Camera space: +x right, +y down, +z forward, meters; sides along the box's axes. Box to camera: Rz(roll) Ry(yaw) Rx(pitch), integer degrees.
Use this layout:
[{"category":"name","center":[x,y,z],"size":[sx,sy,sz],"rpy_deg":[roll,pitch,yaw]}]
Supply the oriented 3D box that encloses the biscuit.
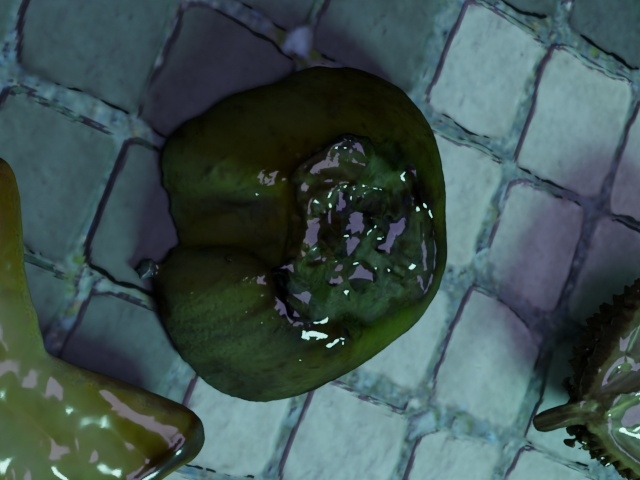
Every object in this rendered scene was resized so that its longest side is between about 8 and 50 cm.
[{"category":"biscuit","center":[-0.171,0.082,0.807],"size":[0.164,0.047,0.208],"rpy_deg":[-44,116,-21]}]

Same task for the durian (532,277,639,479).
[{"category":"durian","center":[0.211,0.091,1.022],"size":[0.188,0.091,0.148],"rpy_deg":[-18,92,-26]}]

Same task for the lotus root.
[{"category":"lotus root","center":[0.003,-0.002,0.890],"size":[0.203,0.078,0.183],"rpy_deg":[-31,110,-23]}]
